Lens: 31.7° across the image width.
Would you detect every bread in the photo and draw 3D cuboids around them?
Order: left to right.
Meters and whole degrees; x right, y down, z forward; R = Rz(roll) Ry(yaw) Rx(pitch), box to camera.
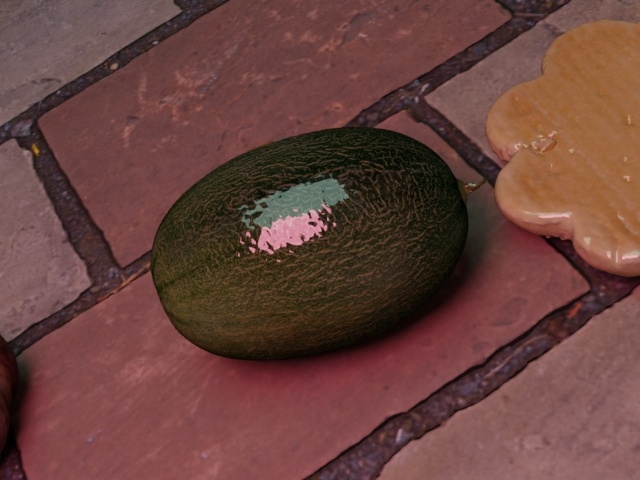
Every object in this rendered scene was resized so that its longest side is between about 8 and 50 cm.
[{"bbox_3d":[0.293,-0.090,0.965,0.316,0.054,0.316,-12,48,14],"label":"bread"}]

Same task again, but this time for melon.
[{"bbox_3d":[0.000,0.000,0.933,0.287,0.182,0.182,-16,46,8],"label":"melon"}]

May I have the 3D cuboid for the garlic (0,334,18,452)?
[{"bbox_3d":[-0.392,0.158,0.997,0.244,0.161,0.245,9,31,-6],"label":"garlic"}]
